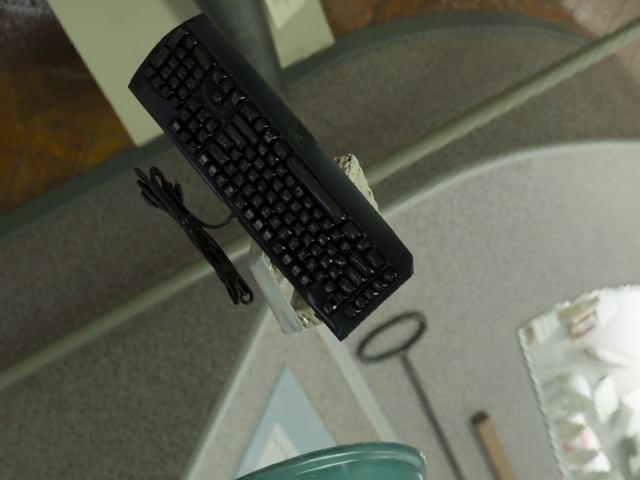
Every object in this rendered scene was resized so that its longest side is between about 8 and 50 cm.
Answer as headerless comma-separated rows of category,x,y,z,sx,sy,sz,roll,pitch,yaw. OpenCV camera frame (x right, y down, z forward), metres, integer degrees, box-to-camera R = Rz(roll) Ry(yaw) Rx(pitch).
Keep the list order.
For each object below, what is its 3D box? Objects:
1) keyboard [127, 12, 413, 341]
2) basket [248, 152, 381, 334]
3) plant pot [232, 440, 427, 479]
keyboard,-0.071,-0.037,1.067,0.201,0.317,0.033,-47,168,37
basket,0.000,0.000,1.225,0.103,0.167,0.113,-12,126,18
plant pot,0.011,0.426,1.114,0.341,0.334,0.341,-18,150,-11
